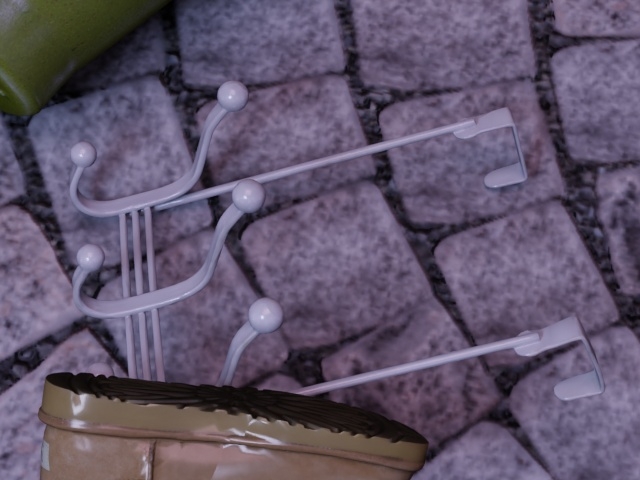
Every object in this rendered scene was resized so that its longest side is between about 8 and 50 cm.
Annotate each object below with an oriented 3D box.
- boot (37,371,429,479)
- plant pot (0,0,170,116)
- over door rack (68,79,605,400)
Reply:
[{"bbox_3d":[-0.071,0.220,1.091,0.236,0.089,0.269,8,97,-1],"label":"boot"},{"bbox_3d":[-0.186,-0.288,1.275,0.366,0.366,0.353,34,79,14],"label":"plant pot"},{"bbox_3d":[0.000,0.000,1.205,0.324,0.108,0.239,-6,42,-4],"label":"over door rack"}]
